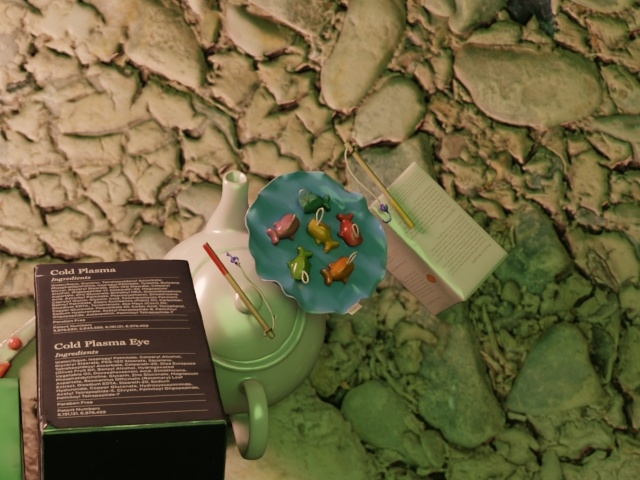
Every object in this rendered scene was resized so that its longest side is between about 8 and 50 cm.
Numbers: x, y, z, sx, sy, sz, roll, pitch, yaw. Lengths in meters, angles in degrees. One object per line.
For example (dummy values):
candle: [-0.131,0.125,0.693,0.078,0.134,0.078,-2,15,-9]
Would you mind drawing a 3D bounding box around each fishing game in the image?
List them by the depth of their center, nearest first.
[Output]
fishing game: [0.000,0.000,1.549,0.264,0.041,0.189,-33,85,-32]

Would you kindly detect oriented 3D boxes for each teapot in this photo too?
teapot: [-0.100,0.096,1.593,0.256,0.187,0.252,41,73,-2]

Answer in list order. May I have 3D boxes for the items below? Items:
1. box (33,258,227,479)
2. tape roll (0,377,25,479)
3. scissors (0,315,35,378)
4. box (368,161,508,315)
box: [-0.213,0.241,1.397,0.179,0.312,0.343,-2,120,-13]
tape roll: [-0.358,0.311,1.417,0.077,0.321,0.321,-3,78,-12]
scissors: [-0.398,0.134,1.605,0.109,0.021,0.297,33,74,-2]
box: [0.137,0.001,1.695,0.170,0.130,0.091,45,72,-1]
